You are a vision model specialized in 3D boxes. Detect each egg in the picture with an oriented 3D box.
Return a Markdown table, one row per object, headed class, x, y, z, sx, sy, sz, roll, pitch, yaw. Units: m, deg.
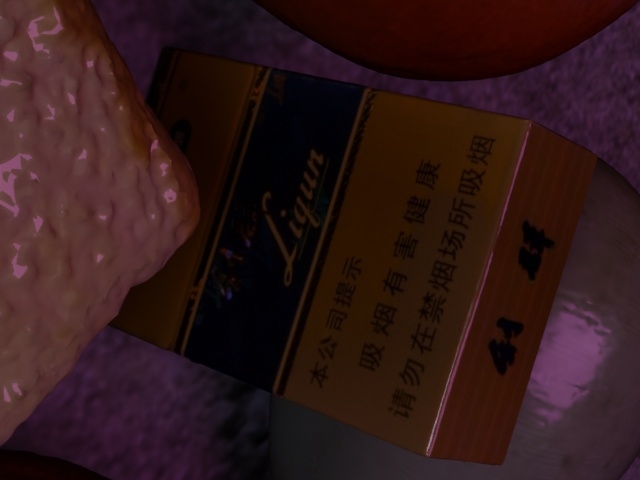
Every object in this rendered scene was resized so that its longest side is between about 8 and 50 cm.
| class | x | y | z | sx | sy | sz | roll | pitch | yaw |
| --- | --- | --- | --- | --- | --- | --- | --- | --- | --- |
| egg | 0.080 | 0.077 | 0.782 | 0.218 | 0.218 | 0.295 | 34 | 85 | -45 |

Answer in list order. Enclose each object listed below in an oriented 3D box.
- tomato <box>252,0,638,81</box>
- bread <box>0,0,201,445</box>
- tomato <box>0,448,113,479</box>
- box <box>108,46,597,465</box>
| class | x | y | z | sx | sy | sz | roll | pitch | yaw |
| --- | --- | --- | --- | --- | --- | --- | --- | --- | --- |
| tomato | 0.040 | -0.244 | 0.613 | 0.341 | 0.273 | 0.341 | -16 | 122 | -28 |
| bread | -0.214 | -0.076 | 0.475 | 0.236 | 0.165 | 0.375 | -47 | 132 | -21 |
| tomato | -0.115 | 0.219 | 0.589 | 0.335 | 0.176 | 0.290 | 41 | 45 | -30 |
| box | 0.000 | 0.000 | 0.663 | 0.070 | 0.237 | 0.152 | 16 | 91 | -51 |
